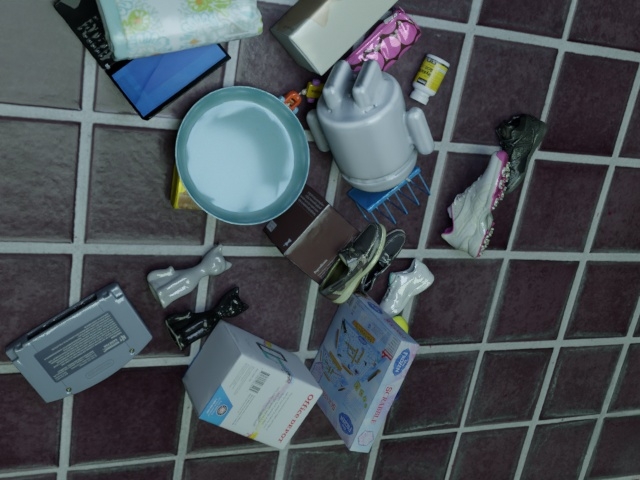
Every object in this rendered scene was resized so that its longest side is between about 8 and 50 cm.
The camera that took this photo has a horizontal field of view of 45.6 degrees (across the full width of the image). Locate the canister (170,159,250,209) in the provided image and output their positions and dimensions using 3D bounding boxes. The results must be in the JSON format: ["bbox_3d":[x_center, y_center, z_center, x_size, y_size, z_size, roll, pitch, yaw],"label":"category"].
[{"bbox_3d":[-0.260,-0.128,1.793,0.169,0.073,0.126,3,109,-23],"label":"canister"}]

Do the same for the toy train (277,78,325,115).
[{"bbox_3d":[-0.023,-0.329,1.833,0.166,0.046,0.125,27,119,-38],"label":"toy train"}]

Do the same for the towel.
[{"bbox_3d":[-0.307,-0.569,1.517,0.320,0.090,0.375,-16,99,-17],"label":"towel"}]

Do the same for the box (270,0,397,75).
[{"bbox_3d":[0.051,-0.530,1.718,0.311,0.148,0.121,-45,121,-2],"label":"box"}]

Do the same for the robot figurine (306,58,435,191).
[{"bbox_3d":[0.114,-0.253,1.779,0.200,0.299,0.353,-64,149,-31],"label":"robot figurine"}]

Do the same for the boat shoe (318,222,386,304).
[{"bbox_3d":[0.074,0.051,1.816,0.073,0.080,0.224,24,105,-36],"label":"boat shoe"}]

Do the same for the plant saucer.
[{"bbox_3d":[-0.180,-0.193,1.753,0.317,0.043,0.318,1,88,-22],"label":"plant saucer"}]

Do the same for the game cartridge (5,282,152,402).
[{"bbox_3d":[-0.569,0.253,1.831,0.297,0.062,0.198,-31,125,-9],"label":"game cartridge"}]

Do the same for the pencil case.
[{"bbox_3d":[0.138,-0.458,1.820,0.209,0.095,0.098,-46,153,-1],"label":"pencil case"}]

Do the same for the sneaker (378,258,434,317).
[{"bbox_3d":[0.212,0.137,2.127,0.212,0.080,0.094,-42,107,-7],"label":"sneaker"}]

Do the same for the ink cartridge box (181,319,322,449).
[{"bbox_3d":[-0.178,0.374,1.971,0.270,0.197,0.198,31,96,-31],"label":"ink cartridge box"}]

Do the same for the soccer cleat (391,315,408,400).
[{"bbox_3d":[0.211,0.332,2.138,0.093,0.121,0.289,-11,132,-19],"label":"soccer cleat"}]

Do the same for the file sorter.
[{"bbox_3d":[0.181,-0.118,1.969,0.170,0.118,0.104,-38,124,-5],"label":"file sorter"}]

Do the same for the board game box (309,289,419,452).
[{"bbox_3d":[0.097,0.331,2.007,0.065,0.319,0.318,17,105,-29],"label":"board game box"}]

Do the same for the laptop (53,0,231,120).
[{"bbox_3d":[-0.364,-0.432,1.576,0.234,0.136,0.264,-38,130,-6],"label":"laptop"}]

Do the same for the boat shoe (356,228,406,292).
[{"bbox_3d":[0.169,0.060,2.069,0.206,0.065,0.075,-48,122,1],"label":"boat shoe"}]

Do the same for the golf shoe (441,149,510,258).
[{"bbox_3d":[0.418,-0.105,2.064,0.115,0.140,0.306,-27,135,-61],"label":"golf shoe"}]

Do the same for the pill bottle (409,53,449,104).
[{"bbox_3d":[0.271,-0.404,1.916,0.065,0.065,0.116,20,102,-29],"label":"pill bottle"}]

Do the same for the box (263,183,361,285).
[{"bbox_3d":[0.000,0.000,1.907,0.167,0.168,0.203,-47,122,2],"label":"box"}]

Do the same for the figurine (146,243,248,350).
[{"bbox_3d":[-0.297,0.134,1.890,0.209,0.092,0.215,-28,119,-20],"label":"figurine"}]

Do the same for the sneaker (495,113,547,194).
[{"bbox_3d":[0.518,-0.244,2.085,0.130,0.087,0.228,21,99,-28],"label":"sneaker"}]
